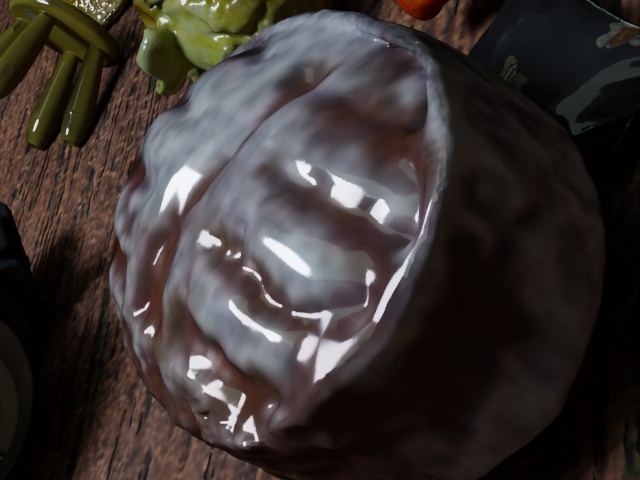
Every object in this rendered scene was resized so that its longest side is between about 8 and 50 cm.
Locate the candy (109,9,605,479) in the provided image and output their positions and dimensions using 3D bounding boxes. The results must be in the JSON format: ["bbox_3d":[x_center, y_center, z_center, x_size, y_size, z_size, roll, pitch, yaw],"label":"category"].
[{"bbox_3d":[0.000,0.000,0.565,0.214,0.157,0.289,-63,29,2],"label":"candy"}]

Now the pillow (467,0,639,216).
[{"bbox_3d":[0.118,-0.082,0.595,0.090,0.048,0.150,-45,34,8],"label":"pillow"}]

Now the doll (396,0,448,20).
[{"bbox_3d":[0.142,-0.211,0.666,0.245,0.076,0.142,-33,22,37],"label":"doll"}]

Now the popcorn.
[{"bbox_3d":[-0.060,-0.175,0.839,0.162,0.141,0.135,-19,21,-21],"label":"popcorn"}]

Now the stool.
[{"bbox_3d":[-0.257,-0.155,1.102,0.134,0.135,0.110,75,-142,-72],"label":"stool"}]

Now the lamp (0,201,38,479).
[{"bbox_3d":[-0.338,0.100,0.808,0.374,0.205,0.272,-29,32,-25],"label":"lamp"}]

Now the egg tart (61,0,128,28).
[{"bbox_3d":[-0.233,-0.263,1.234,0.128,0.049,0.129,-31,39,29],"label":"egg tart"}]
